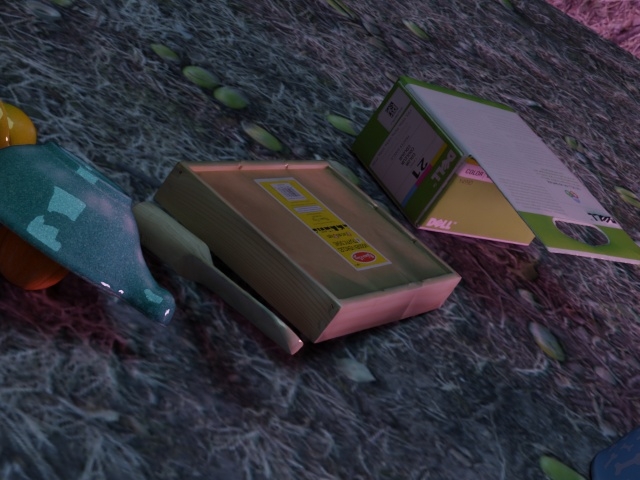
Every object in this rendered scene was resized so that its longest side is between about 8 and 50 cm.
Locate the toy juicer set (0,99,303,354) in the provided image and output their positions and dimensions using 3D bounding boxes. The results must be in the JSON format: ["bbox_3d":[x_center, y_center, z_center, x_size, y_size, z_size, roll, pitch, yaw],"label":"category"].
[{"bbox_3d":[-0.184,-0.019,0.918,0.329,0.089,0.209,36,0,-28],"label":"toy juicer set"}]

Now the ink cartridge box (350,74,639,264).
[{"bbox_3d":[0.177,-0.037,1.372,0.189,0.097,0.255,8,36,-46],"label":"ink cartridge box"}]

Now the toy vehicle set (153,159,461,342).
[{"bbox_3d":[0.000,0.000,1.111,0.166,0.035,0.267,42,18,17],"label":"toy vehicle set"}]

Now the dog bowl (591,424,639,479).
[{"bbox_3d":[0.360,0.228,1.133,0.297,0.074,0.166,24,26,-21],"label":"dog bowl"}]
